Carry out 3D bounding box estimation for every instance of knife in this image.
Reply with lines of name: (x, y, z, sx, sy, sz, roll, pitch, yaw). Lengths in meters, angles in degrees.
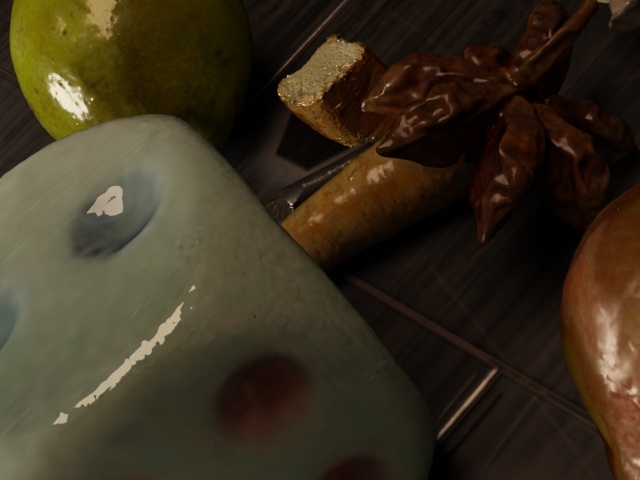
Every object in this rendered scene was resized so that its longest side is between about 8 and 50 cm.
knife: (-0.046, -0.008, 1.311, 0.230, 0.028, 0.060, -26, 53, 18)

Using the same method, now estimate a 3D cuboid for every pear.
pear: (-0.163, -0.170, 1.408, 0.212, 0.212, 0.269, -30, 59, 12)

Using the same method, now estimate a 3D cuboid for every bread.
bread: (0.018, -0.116, 1.314, 0.077, 0.070, 0.083, -46, 27, -9)

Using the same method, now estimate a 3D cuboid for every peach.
peach: (0.229, 0.072, 0.873, 0.214, 0.214, 0.235, -15, 52, 27)

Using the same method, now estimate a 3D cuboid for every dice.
dice: (-0.105, 0.099, 1.055, 0.262, 0.268, 0.264, -41, 38, -2)

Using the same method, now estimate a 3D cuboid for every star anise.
star anise: (0.128, -0.087, 1.126, 0.196, 0.111, 0.212, -4, 62, 0)

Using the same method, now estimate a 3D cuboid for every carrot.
carrot: (0.000, 0.000, 1.232, 0.298, 0.078, 0.078, -37, 39, 10)

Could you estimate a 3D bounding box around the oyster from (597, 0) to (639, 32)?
oyster: (0.345, -0.211, 1.134, 0.351, 0.115, 0.238, -4, 42, 30)
